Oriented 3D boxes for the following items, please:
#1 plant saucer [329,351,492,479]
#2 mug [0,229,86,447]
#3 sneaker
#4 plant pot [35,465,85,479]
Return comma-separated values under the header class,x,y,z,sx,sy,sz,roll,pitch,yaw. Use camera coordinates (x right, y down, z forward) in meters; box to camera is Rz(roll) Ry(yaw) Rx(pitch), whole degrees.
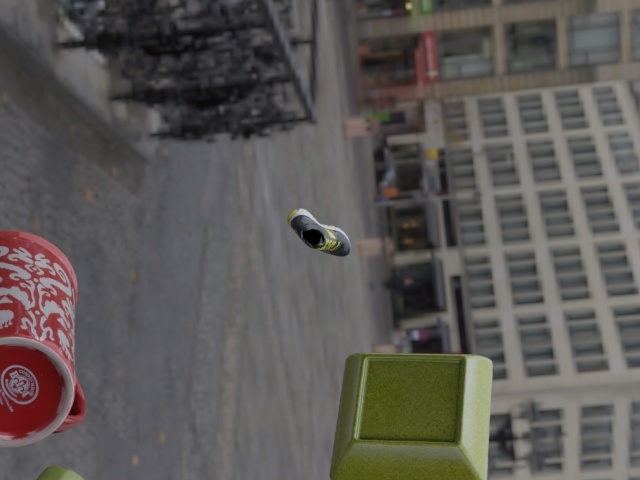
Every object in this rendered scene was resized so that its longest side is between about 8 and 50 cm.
class,x,y,z,sx,sy,sz,roll,pitch,yaw
plant saucer,0.111,0.204,1.574,0.045,0.188,0.188,79,16,-48
mug,-0.223,0.083,0.997,0.113,0.150,0.169,-55,-156,11
sneaker,0.000,0.000,1.331,0.083,0.031,0.035,28,24,-33
plant pot,-0.256,0.257,1.218,0.079,0.083,0.083,-65,155,-44
